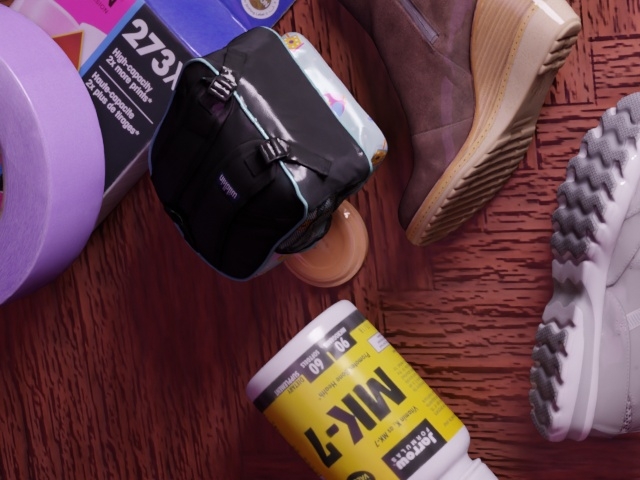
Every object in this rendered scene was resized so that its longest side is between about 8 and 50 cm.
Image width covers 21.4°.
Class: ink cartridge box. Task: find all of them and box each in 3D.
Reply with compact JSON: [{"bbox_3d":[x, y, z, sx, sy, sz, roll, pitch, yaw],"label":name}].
[{"bbox_3d":[-0.197,-0.144,1.462,0.176,0.069,0.371,48,115,6],"label":"ink cartridge box"}]

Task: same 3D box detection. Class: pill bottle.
[{"bbox_3d":[0.047,0.162,1.403,0.208,0.119,0.119,47,117,6],"label":"pill bottle"}]

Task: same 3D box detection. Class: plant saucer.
[{"bbox_3d":[0.000,0.000,1.438,0.083,0.013,0.083,6,106,23],"label":"plant saucer"}]

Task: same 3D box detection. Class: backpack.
[{"bbox_3d":[-0.049,-0.064,1.359,0.166,0.144,0.188,50,138,10],"label":"backpack"}]

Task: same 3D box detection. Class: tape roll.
[{"bbox_3d":[-0.325,-0.070,1.453,0.275,0.090,0.274,7,106,24],"label":"tape roll"}]

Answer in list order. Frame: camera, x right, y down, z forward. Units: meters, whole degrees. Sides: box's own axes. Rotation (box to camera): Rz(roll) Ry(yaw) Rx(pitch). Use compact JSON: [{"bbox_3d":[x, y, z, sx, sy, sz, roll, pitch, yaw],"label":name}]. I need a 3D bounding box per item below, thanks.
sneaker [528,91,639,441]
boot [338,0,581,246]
[{"bbox_3d":[0.242,0.022,1.311,0.115,0.105,0.281,7,106,-13],"label":"sneaker"},{"bbox_3d":[0.080,-0.143,1.344,0.207,0.090,0.248,43,122,24],"label":"boot"}]
